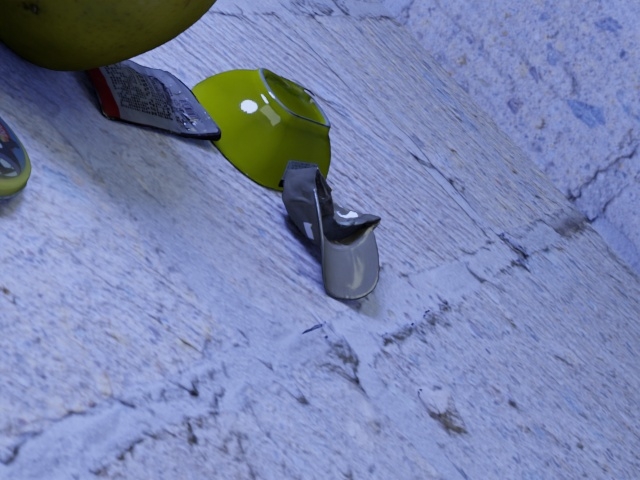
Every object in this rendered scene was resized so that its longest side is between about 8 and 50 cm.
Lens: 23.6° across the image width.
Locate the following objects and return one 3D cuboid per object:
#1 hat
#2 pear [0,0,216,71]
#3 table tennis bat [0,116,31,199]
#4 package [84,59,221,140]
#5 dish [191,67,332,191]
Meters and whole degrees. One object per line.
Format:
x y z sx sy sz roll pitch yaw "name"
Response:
0.000 0.000 2.213 0.166 0.144 0.173 37 63 -41 "hat"
-0.281 -0.402 1.941 0.362 0.418 0.362 36 31 -26 "pear"
-0.425 -0.115 1.628 0.224 0.054 0.369 42 17 -3 "table tennis bat"
-0.251 -0.213 2.174 0.239 0.030 0.154 13 38 -55 "package"
-0.066 -0.180 2.350 0.262 0.108 0.221 22 31 -45 "dish"
